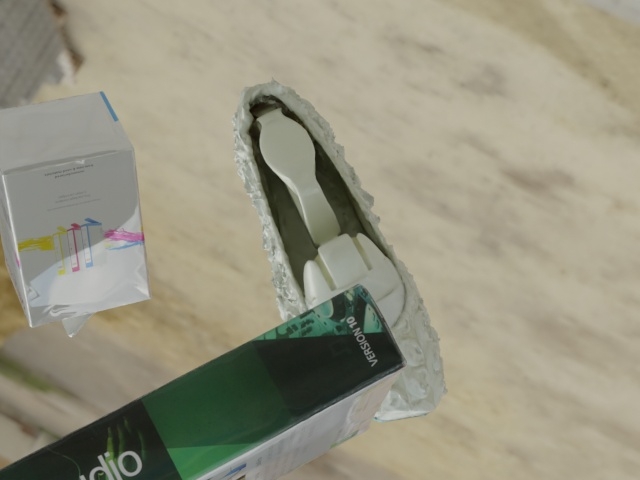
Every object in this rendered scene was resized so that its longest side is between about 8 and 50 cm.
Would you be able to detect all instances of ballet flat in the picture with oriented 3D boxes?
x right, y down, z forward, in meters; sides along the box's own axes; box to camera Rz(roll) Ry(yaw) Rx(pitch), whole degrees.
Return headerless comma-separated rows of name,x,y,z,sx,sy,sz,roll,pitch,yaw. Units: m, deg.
ballet flat,0.000,0.000,1.609,0.409,0.147,0.147,63,-176,28

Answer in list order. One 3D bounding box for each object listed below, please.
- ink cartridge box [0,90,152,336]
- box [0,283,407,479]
ink cartridge box,-0.176,-0.015,1.089,0.092,0.090,0.143,-124,25,-52
box,-0.113,0.142,0.878,0.058,0.322,0.232,59,169,12
